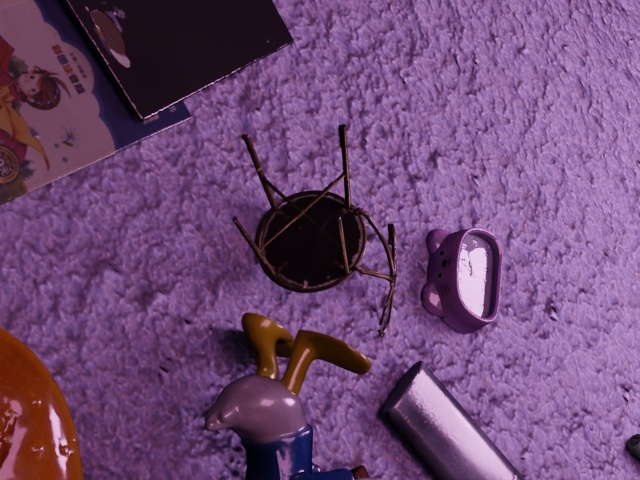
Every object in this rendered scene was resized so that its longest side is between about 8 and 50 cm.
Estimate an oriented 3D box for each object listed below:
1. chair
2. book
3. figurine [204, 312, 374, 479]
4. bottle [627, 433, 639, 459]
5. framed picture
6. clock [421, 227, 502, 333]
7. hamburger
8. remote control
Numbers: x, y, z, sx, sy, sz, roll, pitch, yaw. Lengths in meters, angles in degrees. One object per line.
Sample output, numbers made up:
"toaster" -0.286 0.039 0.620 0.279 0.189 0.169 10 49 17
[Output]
"chair" 0.000 0.000 1.561 0.326 0.170 0.160 69 21 -61
"book" -0.324 -0.191 1.452 0.322 0.018 0.228 -32 95 -40
"figurine" -0.051 0.295 1.421 0.283 0.204 0.338 44 64 -25
"bottle" 0.515 0.337 1.899 0.083 0.030 0.030 44 52 -18
"framed picture" -0.191 -0.316 1.591 0.324 0.013 0.244 -36 96 -44
"clock" 0.206 0.049 1.752 0.110 0.050 0.153 24 60 -29
"hamburger" -0.374 0.227 1.160 0.289 0.170 0.314 -19 87 -34
"remote control" 0.229 0.335 1.668 0.377 0.044 0.107 49 56 -12
